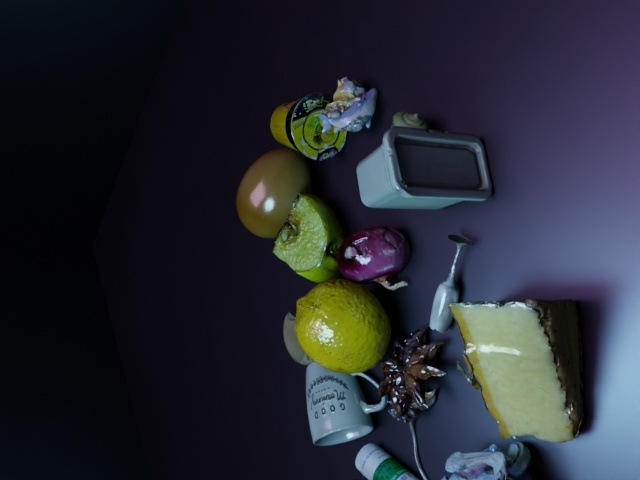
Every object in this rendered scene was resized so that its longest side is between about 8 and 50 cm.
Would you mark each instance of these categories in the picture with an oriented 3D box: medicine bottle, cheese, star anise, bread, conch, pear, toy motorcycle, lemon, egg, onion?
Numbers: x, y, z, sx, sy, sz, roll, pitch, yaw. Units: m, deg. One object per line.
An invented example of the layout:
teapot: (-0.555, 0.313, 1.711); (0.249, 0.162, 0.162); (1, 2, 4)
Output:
medicine bottle: (0.212, 0.679, 1.564); (0.260, 0.095, 0.095); (25, 108, 47)
cheese: (-0.057, 0.326, 1.909); (0.202, 0.091, 0.175); (46, 121, 41)
star anise: (0.225, 0.336, 1.497); (0.272, 0.102, 0.272); (-43, 33, 37)
bread: (0.413, 0.272, 1.200); (0.248, 0.279, 0.315); (-11, 68, 43)
star anise: (0.282, 0.524, 1.543); (0.148, 0.218, 0.227); (-15, 120, 21)
conch: (0.217, -0.235, 1.536); (0.251, 0.137, 0.143); (-60, 17, 24)
pear: (0.000, 0.000, 1.801); (0.255, 0.164, 0.238); (38, 107, 39)
toy motorcycle: (0.347, 0.586, 1.289); (0.319, 0.241, 0.182); (-53, 58, 38)
lemon: (0.069, 0.249, 1.589); (0.258, 0.310, 0.258); (-46, 13, 14)
egg: (-0.156, -0.162, 1.919); (0.250, 0.250, 0.322); (43, 116, 43)
onion: (0.140, 0.044, 1.608); (0.207, 0.200, 0.201); (12, 98, 56)

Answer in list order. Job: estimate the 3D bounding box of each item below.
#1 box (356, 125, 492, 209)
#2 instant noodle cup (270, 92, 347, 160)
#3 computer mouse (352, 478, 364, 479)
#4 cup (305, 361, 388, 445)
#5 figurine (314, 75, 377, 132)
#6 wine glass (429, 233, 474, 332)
box: (0.246, -0.161, 1.387); (0.182, 0.311, 0.175); (-27, 68, 56)
instant noodle cup: (-0.052, -0.383, 1.857); (0.236, 0.215, 0.216); (23, 107, 58)
computer mouse: (0.158, 0.870, 1.611); (0.203, 0.114, 0.374); (2, 99, 48)
cup: (0.077, 0.473, 1.700); (0.258, 0.186, 0.234); (-24, 59, 18)
figurine: (0.082, -0.412, 1.711); (0.208, 0.128, 0.184); (-25, 63, 4)
wine glass: (0.336, 0.119, 1.449); (0.074, 0.074, 0.262); (27, 111, 48)
